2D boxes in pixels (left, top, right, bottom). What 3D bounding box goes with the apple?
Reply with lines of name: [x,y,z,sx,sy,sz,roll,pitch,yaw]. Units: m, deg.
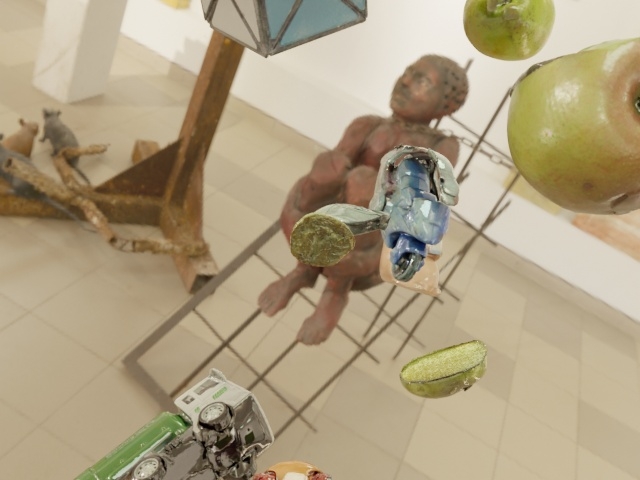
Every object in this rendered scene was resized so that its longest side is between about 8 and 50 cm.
apple: [0.300,-0.118,0.728,0.207,0.173,0.188,34,5,4]

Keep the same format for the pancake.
pancake: [-0.001,0.001,1.066,0.108,0.108,0.017,20,36,-10]

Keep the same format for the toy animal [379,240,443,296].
toy animal: [0.265,0.028,2.010,0.195,0.256,0.213,18,-12,-32]

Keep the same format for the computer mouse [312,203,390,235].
computer mouse: [0.041,-0.038,1.296,0.113,0.229,0.068,-14,92,-41]

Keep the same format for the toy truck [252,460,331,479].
toy truck: [-0.062,0.649,1.578,0.189,0.239,0.264,0,73,1]

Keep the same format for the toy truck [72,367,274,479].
toy truck: [-0.178,0.258,0.770,0.242,0.101,0.125,-35,29,-29]

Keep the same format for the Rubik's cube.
Rubik's cube: [-0.078,-0.528,1.295,0.259,0.260,0.255,-29,45,-22]

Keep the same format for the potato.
potato: [0.375,0.402,2.008,0.272,0.111,0.160,-19,20,4]

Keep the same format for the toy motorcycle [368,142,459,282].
toy motorcycle: [0.199,-0.085,1.526,0.182,0.241,0.319,-3,44,-2]

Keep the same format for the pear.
pear: [0.381,-0.454,1.380,0.187,0.187,0.220,32,24,10]
